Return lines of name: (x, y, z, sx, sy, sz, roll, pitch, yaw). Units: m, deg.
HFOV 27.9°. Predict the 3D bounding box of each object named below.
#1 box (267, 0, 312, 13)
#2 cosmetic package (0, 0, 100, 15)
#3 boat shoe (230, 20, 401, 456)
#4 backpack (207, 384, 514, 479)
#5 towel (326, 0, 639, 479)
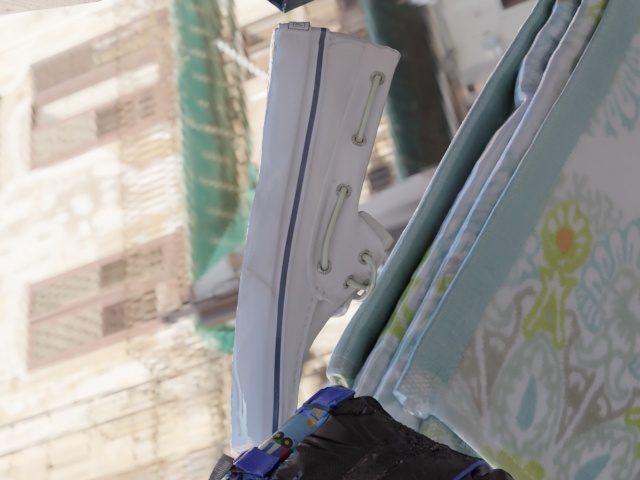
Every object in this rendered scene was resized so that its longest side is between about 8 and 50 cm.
box: (0.011, -0.271, 0.841, 0.184, 0.103, 0.261, 39, -133, 23)
cosmetic package: (-0.284, -0.229, 1.016, 0.117, 0.231, 0.085, 9, -97, -50)
boat shoe: (0.000, 0.000, 0.651, 0.083, 0.076, 0.226, 130, 147, -85)
backpack: (-0.011, 0.166, 0.529, 0.173, 0.117, 0.158, -38, -41, -32)
towel: (0.193, 0.049, 0.833, 0.320, 0.090, 0.374, 44, -115, -27)
